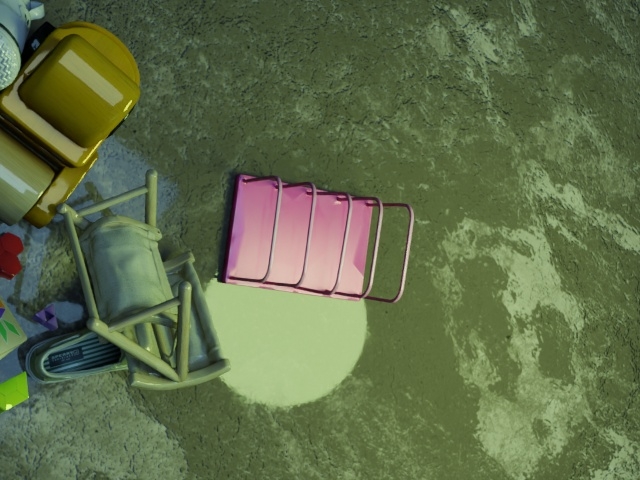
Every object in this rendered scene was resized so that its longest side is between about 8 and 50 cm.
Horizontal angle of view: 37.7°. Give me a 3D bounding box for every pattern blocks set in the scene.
[{"bbox_3d":[-0.527,0.125,1.386,0.325,0.026,0.285,-17,77,-58],"label":"pattern blocks set"}]

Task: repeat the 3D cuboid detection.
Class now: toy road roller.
[{"bbox_3d":[-0.417,-0.190,1.446,0.202,0.241,0.329,40,72,-23],"label":"toy road roller"}]

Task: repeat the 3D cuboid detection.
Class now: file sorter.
[{"bbox_3d":[0.000,0.000,1.710,0.291,0.182,0.202,10,86,-29],"label":"file sorter"}]

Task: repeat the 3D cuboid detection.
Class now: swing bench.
[{"bbox_3d":[-0.275,0.077,1.480,0.165,0.253,0.254,-21,142,-5],"label":"swing bench"}]

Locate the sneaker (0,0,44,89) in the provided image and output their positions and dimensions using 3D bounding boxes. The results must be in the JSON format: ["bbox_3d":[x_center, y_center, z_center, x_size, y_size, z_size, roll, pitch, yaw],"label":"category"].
[{"bbox_3d":[-0.602,-0.329,1.402,0.366,0.210,0.137,8,130,2],"label":"sneaker"}]

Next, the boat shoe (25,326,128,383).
[{"bbox_3d":[-0.338,0.177,1.574,0.302,0.094,0.109,-19,99,-27],"label":"boat shoe"}]
